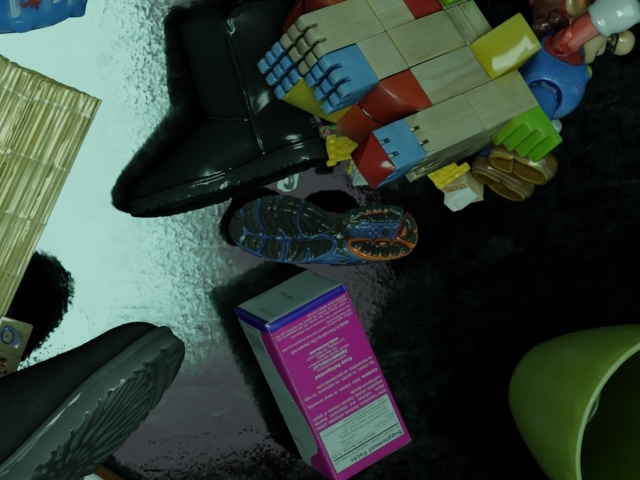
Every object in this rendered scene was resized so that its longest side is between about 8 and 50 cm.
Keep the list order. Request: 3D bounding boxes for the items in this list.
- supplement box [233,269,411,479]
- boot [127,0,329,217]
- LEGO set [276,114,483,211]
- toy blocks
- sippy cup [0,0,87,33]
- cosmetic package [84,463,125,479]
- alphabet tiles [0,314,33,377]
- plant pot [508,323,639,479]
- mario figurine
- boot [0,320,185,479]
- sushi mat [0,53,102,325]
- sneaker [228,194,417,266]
[{"bbox_3d":[0.003,0.161,2.062,0.114,0.111,0.220,-27,108,-17],"label":"supplement box"},{"bbox_3d":[-0.126,-0.152,1.974,0.246,0.094,0.207,-19,81,13],"label":"boot"},{"bbox_3d":[0.076,-0.123,2.077,0.287,0.107,0.132,4,131,-27],"label":"LEGO set"},{"bbox_3d":[0.057,-0.209,1.902,0.261,0.191,0.381,-25,79,-39],"label":"toy blocks"},{"bbox_3d":[-0.332,-0.338,1.801,0.305,0.240,0.224,-7,112,-9],"label":"sippy cup"},{"bbox_3d":[-0.170,0.408,1.967,0.453,0.230,0.161,38,82,-23],"label":"cosmetic package"},{"bbox_3d":[-0.452,0.174,1.923,0.198,0.009,0.237,20,96,-24],"label":"alphabet tiles"},{"bbox_3d":[0.358,0.212,2.116,0.274,0.293,0.275,-4,100,-21],"label":"plant pot"},{"bbox_3d":[0.309,-0.198,2.084,0.170,0.198,0.321,38,70,-39],"label":"mario figurine"},{"bbox_3d":[-0.416,0.093,1.777,0.445,0.146,0.367,40,67,17],"label":"boot"},{"bbox_3d":[-0.374,-0.044,1.927,0.151,0.019,0.317,25,89,-25],"label":"sushi mat"},{"bbox_3d":[0.000,0.000,2.055,0.221,0.087,0.083,7,73,-7],"label":"sneaker"}]
